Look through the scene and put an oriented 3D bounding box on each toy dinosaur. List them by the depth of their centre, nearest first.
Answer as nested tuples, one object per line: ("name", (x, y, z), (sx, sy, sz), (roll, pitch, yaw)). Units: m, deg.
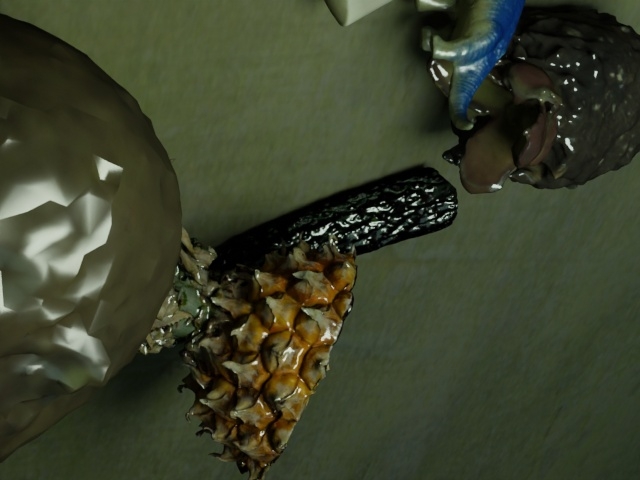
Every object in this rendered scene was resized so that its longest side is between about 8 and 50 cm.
("toy dinosaur", (0.185, -0.212, 1.857), (0.188, 0.247, 0.075), (-3, 155, -4))

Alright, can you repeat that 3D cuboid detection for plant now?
("plant", (0.210, -0.135, 1.961), (0.234, 0.204, 0.178), (-19, 134, -34))

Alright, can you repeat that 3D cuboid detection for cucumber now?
("cucumber", (0.000, -0.001, 2.068), (0.300, 0.072, 0.072), (-20, 143, -14))

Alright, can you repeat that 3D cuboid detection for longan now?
("longan", (-0.309, -0.001, 1.590), (0.391, 0.391, 0.391), (-19, 143, -16))

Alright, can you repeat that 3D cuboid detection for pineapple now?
("pineapple", (-0.134, 0.068, 1.916), (0.272, 0.262, 0.262), (25, 123, -11))

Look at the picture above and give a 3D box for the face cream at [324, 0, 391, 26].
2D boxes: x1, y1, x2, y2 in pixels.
("face cream", (0.139, -0.334, 1.760), (0.348, 0.081, 0.173), (-30, 139, -2))
